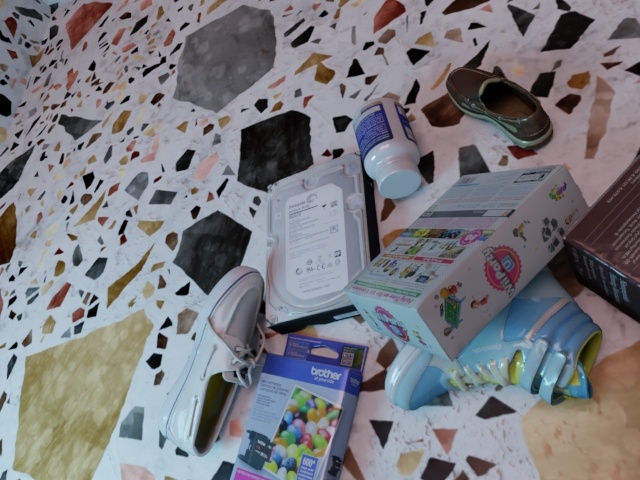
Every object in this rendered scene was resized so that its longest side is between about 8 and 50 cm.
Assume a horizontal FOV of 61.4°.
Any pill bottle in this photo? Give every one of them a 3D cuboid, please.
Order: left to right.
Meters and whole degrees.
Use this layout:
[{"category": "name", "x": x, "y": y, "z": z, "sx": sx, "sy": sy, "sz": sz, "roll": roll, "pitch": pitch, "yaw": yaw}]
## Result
[{"category": "pill bottle", "x": 0.134, "y": -0.180, "z": 1.062, "sx": 0.112, "sy": 0.112, "sz": 0.187, "roll": -25, "pitch": 54, "yaw": 20}]

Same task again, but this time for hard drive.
[{"category": "hard drive", "x": 0.000, "y": 0.000, "z": 1.084, "sx": 0.236, "sy": 0.064, "sz": 0.339, "roll": -17, "pitch": 56, "yaw": 24}]

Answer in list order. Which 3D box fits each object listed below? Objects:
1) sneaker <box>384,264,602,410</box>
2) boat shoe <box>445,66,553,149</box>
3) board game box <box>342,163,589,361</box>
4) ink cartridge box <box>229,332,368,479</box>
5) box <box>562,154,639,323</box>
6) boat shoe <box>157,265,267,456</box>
[{"category": "sneaker", "x": 0.256, "y": 0.185, "z": 0.776, "sx": 0.319, "sy": 0.127, "sz": 0.208, "roll": -43, "pitch": 49, "yaw": 7}, {"category": "boat shoe", "x": 0.324, "y": -0.272, "z": 0.999, "sx": 0.095, "sy": 0.095, "sz": 0.257, "roll": -45, "pitch": 50, "yaw": 4}, {"category": "board game box", "x": 0.208, "y": 0.020, "z": 0.804, "sx": 0.303, "sy": 0.097, "sz": 0.224, "roll": -40, "pitch": 15, "yaw": -16}, {"category": "ink cartridge box", "x": -0.039, "y": 0.316, "z": 0.940, "sx": 0.185, "sy": 0.065, "sz": 0.311, "roll": 3, "pitch": 65, "yaw": 34}, {"category": "box", "x": 0.463, "y": 0.022, "z": 0.700, "sx": 0.167, "sy": 0.168, "sz": 0.203, "roll": -47, "pitch": 49, "yaw": 2}, {"category": "boat shoe", "x": -0.172, "y": 0.234, "z": 1.021, "sx": 0.156, "sy": 0.136, "sz": 0.367, "roll": 19, "pitch": 80, "yaw": 39}]
